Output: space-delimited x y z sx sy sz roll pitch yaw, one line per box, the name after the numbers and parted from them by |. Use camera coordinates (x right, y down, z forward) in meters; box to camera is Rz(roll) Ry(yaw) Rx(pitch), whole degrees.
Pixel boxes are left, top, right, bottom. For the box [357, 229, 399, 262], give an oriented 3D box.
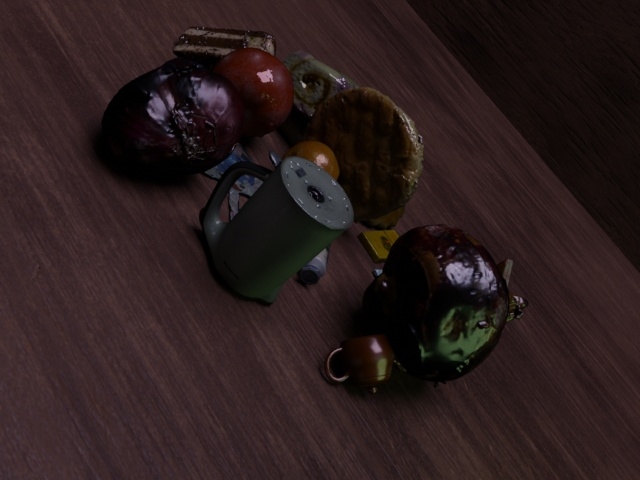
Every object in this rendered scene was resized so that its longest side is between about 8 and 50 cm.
0.166 0.013 1.776 0.155 0.023 0.087 -3 58 -52 | box

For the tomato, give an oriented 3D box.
-0.163 -0.350 1.634 0.208 0.208 0.184 31 46 -22 | tomato

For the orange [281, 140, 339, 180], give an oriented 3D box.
-0.027 -0.155 1.619 0.134 0.154 0.155 38 28 -38 | orange

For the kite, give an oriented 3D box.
-0.192 -0.127 1.524 0.335 0.011 0.314 27 35 -26 | kite

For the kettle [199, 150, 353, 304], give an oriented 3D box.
-0.099 -0.035 1.280 0.240 0.255 0.165 48 33 2 | kettle

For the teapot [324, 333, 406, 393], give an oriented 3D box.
0.087 0.240 1.335 0.173 0.116 0.116 -3 52 -25 | teapot

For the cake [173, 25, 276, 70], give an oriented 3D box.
-0.229 -0.486 1.738 0.246 0.135 0.112 29 52 -9 | cake

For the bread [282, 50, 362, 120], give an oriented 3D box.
0.011 -0.396 1.897 0.187 0.155 0.338 35 14 9 | bread

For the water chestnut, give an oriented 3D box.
0.267 0.127 1.436 0.347 0.335 0.335 -8 54 -21 | water chestnut

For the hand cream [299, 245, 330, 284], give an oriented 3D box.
0.000 0.000 1.547 0.059 0.095 0.276 1 34 11 | hand cream

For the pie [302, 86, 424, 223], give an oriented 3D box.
0.094 -0.203 1.658 0.083 0.339 0.339 -9 60 -52 | pie

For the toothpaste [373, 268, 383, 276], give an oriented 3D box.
0.210 0.091 1.726 0.205 0.036 0.056 -1 52 -46 | toothpaste

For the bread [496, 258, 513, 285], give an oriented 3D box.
0.536 0.105 2.085 0.043 0.109 0.062 21 -6 -42 | bread

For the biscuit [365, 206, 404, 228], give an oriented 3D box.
0.143 -0.200 1.875 0.329 0.078 0.335 61 36 -10 | biscuit

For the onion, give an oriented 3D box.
-0.289 -0.230 1.344 0.281 0.221 0.281 6 42 -6 | onion

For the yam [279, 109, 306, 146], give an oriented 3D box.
-0.079 -0.303 1.822 0.300 0.066 0.066 52 31 12 | yam
